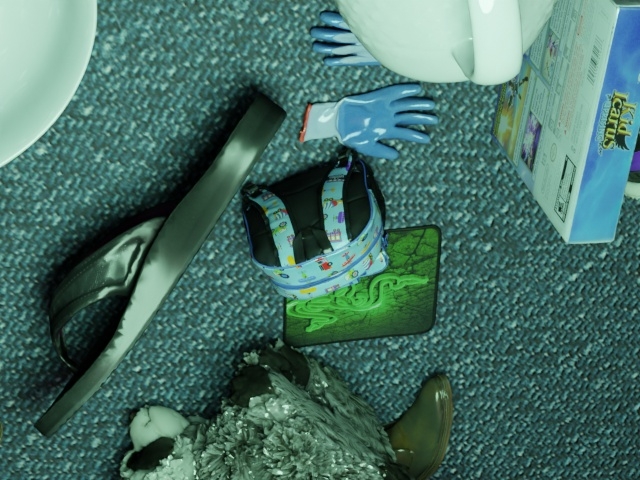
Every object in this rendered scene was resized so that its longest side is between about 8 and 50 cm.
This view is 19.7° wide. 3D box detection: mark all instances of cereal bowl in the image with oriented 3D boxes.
[{"bbox_3d":[-0.395,-0.222,1.773,0.339,0.141,0.339,-15,126,-22],"label":"cereal bowl"}]

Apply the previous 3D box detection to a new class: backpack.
[{"bbox_3d":[0.000,0.000,2.010,0.158,0.173,0.117,-20,121,5],"label":"backpack"}]

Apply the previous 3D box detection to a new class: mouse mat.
[{"bbox_3d":[0.049,0.055,2.168,0.189,0.007,0.153,-6,122,-12],"label":"mouse mat"}]

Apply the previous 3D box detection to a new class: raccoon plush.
[{"bbox_3d":[-0.049,0.333,2.095,0.299,0.446,0.216,-48,153,16],"label":"raccoon plush"}]

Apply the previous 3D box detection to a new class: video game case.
[{"bbox_3d":[0.267,-0.173,1.947,0.061,0.244,0.269,-1,121,-17],"label":"video game case"}]

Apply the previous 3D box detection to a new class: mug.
[{"bbox_3d":[0.126,-0.302,1.754,0.276,0.374,0.328,-11,130,-4],"label":"mug"}]

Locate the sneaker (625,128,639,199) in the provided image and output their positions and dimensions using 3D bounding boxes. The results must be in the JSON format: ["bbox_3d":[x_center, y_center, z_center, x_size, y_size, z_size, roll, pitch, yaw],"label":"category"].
[{"bbox_3d":[0.457,-0.165,2.092,0.293,0.102,0.146,-26,123,1],"label":"sneaker"}]

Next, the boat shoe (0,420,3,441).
[{"bbox_3d":[-0.431,0.293,2.136,0.095,0.095,0.257,21,120,-41],"label":"boat shoe"}]

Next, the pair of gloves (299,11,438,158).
[{"bbox_3d":[0.060,-0.177,2.020,0.159,0.023,0.198,0,121,-16],"label":"pair of gloves"}]

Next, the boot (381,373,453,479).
[{"bbox_3d":[0.086,0.254,2.255,0.106,0.082,0.219,5,121,-22],"label":"boot"}]

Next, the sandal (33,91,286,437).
[{"bbox_3d":[-0.198,0.014,2.006,0.107,0.167,0.446,34,101,-4],"label":"sandal"}]
